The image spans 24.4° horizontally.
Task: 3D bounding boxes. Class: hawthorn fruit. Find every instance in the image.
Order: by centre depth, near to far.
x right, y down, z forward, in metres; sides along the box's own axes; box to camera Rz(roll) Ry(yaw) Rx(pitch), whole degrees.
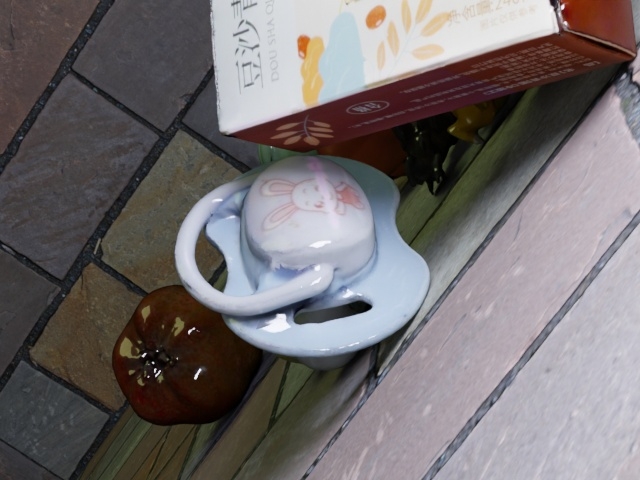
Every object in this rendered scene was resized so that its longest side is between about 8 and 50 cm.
[{"bbox_3d":[-0.185,0.170,2.162,0.208,0.208,0.248,-55,-18,10],"label":"hawthorn fruit"}]

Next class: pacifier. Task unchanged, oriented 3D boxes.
[{"bbox_3d":[-0.014,0.045,1.471,0.287,0.238,0.226,-112,8,-50],"label":"pacifier"}]

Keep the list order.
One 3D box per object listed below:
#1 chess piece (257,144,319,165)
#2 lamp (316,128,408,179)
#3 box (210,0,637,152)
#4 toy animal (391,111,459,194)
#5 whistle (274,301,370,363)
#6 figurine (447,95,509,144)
[{"bbox_3d":[0.031,-0.160,2.319,0.195,0.194,0.299,-57,15,-14],"label":"chess piece"},{"bbox_3d":[0.078,-0.173,1.914,0.188,0.187,0.164,-60,9,-33],"label":"lamp"},{"bbox_3d":[0.073,-0.291,1.324,0.385,0.122,0.345,-13,76,41],"label":"box"},{"bbox_3d":[0.118,-0.140,1.730,0.084,0.148,0.233,-13,20,18],"label":"toy animal"},{"bbox_3d":[0.002,0.059,1.636,0.223,0.123,0.123,-32,20,38],"label":"whistle"},{"bbox_3d":[0.174,-0.206,1.607,0.176,0.122,0.121,-54,4,26],"label":"figurine"}]
